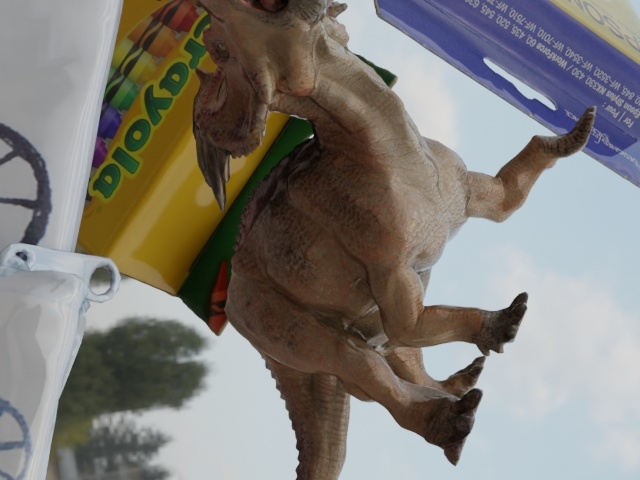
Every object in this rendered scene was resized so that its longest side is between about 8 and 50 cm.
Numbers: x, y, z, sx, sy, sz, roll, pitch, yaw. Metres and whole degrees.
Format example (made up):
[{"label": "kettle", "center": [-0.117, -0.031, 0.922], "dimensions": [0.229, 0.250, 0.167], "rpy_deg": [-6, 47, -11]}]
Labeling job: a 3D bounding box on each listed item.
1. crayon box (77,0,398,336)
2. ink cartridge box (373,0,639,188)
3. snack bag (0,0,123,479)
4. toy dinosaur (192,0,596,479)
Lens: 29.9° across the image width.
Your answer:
[{"label": "crayon box", "center": [-0.122, -0.106, 0.799], "dimensions": [0.318, 0.081, 0.202], "rpy_deg": [37, -86, 38]}, {"label": "ink cartridge box", "center": [0.157, -0.210, 0.983], "dimensions": [0.072, 0.304, 0.307], "rpy_deg": [-47, -148, 27]}, {"label": "snack bag", "center": [-0.220, 0.001, 0.329], "dimensions": [0.037, 0.323, 0.342], "rpy_deg": [103, -6, -61]}, {"label": "toy dinosaur", "center": [0.000, 0.000, 0.580], "dimensions": [0.127, 0.200, 0.295], "rpy_deg": [-58, 169, -57]}]
